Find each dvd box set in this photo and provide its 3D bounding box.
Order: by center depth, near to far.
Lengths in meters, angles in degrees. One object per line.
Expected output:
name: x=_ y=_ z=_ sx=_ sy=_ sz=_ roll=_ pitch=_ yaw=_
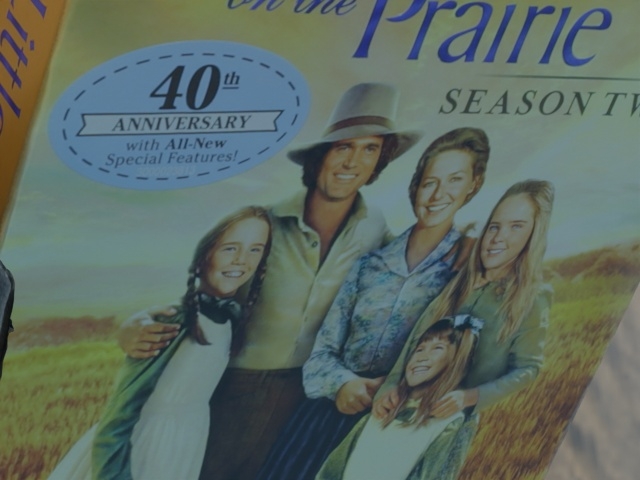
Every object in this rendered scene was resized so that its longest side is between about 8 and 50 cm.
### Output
dvd box set: x=0.000 y=0.000 z=0.753 sx=0.307 sy=0.420 sz=0.062 roll=-1 pitch=36 yaw=-35

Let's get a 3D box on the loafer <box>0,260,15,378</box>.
loafer: x=-0.219 y=0.017 z=0.654 sx=0.130 sy=0.366 sz=0.134 roll=-49 pitch=135 yaw=-23
